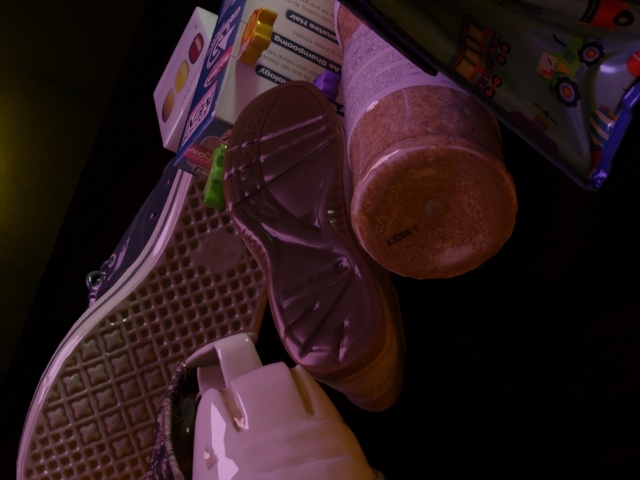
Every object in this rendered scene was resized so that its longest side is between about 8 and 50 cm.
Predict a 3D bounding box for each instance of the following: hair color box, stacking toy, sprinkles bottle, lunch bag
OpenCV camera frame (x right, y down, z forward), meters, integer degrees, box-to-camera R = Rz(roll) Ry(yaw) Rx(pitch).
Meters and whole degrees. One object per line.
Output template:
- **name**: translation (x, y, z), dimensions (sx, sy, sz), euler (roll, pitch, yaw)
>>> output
- **hair color box**: translation (-0.015, -0.197, 1.426), dimensions (0.105, 0.173, 0.347), euler (-43, 28, 51)
- **stacking toy**: translation (-0.009, -0.090, 1.278), dimensions (0.052, 0.167, 0.221), euler (-43, 29, 54)
- **sprinkles bottle**: translation (0.075, -0.118, 1.140), dimensions (0.121, 0.121, 0.355), euler (-56, 20, 29)
- **lunch bag**: translation (0.075, -0.189, 0.945), dimensions (0.138, 0.293, 0.221), euler (-58, 18, 23)

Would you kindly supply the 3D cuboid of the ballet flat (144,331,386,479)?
- **ballet flat**: translation (-0.051, 0.161, 1.038), dimensions (0.483, 0.164, 0.182), euler (-163, 68, -75)

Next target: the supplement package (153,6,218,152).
- **supplement package**: translation (-0.114, -0.179, 1.764), dimensions (0.139, 0.133, 0.244), euler (-62, 18, 13)

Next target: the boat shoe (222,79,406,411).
- **boat shoe**: translation (0.000, 0.000, 1.141), dimensions (0.109, 0.098, 0.302), euler (-26, 51, 10)

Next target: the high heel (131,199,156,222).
- **high heel**: translation (-0.159, -0.081, 1.910), dimensions (0.244, 0.082, 0.117), euler (-53, 46, 0)

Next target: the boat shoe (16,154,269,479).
- **boat shoe**: translation (-0.152, 0.072, 1.487), dimensions (0.500, 0.186, 0.156), euler (-64, 11, -10)
